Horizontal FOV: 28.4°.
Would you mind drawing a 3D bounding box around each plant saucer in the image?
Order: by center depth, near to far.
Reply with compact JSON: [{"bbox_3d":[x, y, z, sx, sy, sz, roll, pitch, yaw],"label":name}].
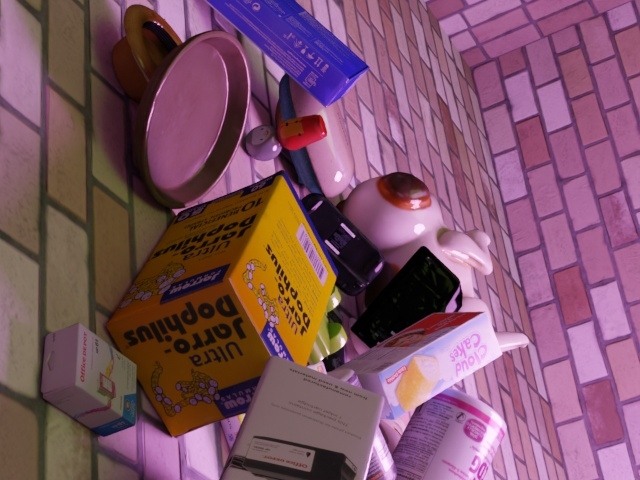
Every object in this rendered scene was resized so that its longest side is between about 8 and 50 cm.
[{"bbox_3d":[-0.194,-0.184,1.895,0.278,0.041,0.278,-47,148,-42],"label":"plant saucer"}]

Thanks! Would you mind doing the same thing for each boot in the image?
[{"bbox_3d":[0.128,0.414,2.288,0.165,0.077,0.213,23,44,-65],"label":"boot"}]

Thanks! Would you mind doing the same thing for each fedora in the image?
[{"bbox_3d":[-0.261,-0.265,1.943,0.194,0.079,0.194,49,27,-36],"label":"fedora"}]

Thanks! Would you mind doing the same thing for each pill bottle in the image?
[{"bbox_3d":[0.042,0.343,2.054,0.246,0.130,0.130,67,20,-6],"label":"pill bottle"},{"bbox_3d":[0.194,0.408,2.179,0.160,0.160,0.283,49,63,-44],"label":"pill bottle"}]

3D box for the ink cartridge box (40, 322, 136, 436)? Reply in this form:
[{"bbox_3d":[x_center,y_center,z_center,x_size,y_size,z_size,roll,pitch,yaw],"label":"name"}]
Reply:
[{"bbox_3d":[-0.275,0.167,1.512,0.122,0.052,0.089,45,31,-47],"label":"ink cartridge box"}]

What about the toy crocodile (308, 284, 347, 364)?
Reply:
[{"bbox_3d":[-0.030,0.103,2.050,0.340,0.105,0.115,-98,162,-66],"label":"toy crocodile"}]

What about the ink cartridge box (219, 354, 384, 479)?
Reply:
[{"bbox_3d":[-0.064,0.371,1.489,0.395,0.166,0.285,-68,178,-61],"label":"ink cartridge box"}]

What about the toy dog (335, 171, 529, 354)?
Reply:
[{"bbox_3d":[0.167,0.067,2.535,0.395,0.284,0.408,-6,75,-32],"label":"toy dog"}]

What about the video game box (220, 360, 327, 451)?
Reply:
[{"bbox_3d":[-0.046,0.295,1.884,0.205,0.048,0.187,-16,82,-46],"label":"video game box"}]

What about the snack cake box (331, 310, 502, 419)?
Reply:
[{"bbox_3d":[0.166,0.215,2.206,0.264,0.152,0.089,-26,99,-32],"label":"snack cake box"}]

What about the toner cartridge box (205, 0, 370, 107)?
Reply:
[{"bbox_3d":[-0.076,-0.400,2.358,0.348,0.075,0.165,42,21,2],"label":"toner cartridge box"}]

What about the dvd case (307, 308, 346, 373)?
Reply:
[{"bbox_3d":[-0.004,0.186,2.239,0.179,0.029,0.239,50,28,-43],"label":"dvd case"}]

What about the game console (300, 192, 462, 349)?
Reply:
[{"bbox_3d":[0.092,0.052,2.337,0.361,0.213,0.044,45,-19,-6],"label":"game console"}]

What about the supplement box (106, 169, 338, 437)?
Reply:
[{"bbox_3d":[-0.125,0.079,1.781,0.195,0.194,0.356,62,21,-19],"label":"supplement box"}]

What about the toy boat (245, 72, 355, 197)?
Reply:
[{"bbox_3d":[-0.041,-0.202,2.403,0.318,0.148,0.268,-26,100,-78],"label":"toy boat"}]
